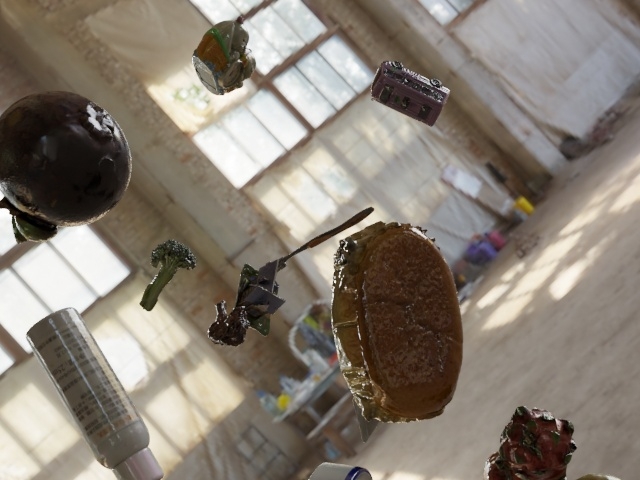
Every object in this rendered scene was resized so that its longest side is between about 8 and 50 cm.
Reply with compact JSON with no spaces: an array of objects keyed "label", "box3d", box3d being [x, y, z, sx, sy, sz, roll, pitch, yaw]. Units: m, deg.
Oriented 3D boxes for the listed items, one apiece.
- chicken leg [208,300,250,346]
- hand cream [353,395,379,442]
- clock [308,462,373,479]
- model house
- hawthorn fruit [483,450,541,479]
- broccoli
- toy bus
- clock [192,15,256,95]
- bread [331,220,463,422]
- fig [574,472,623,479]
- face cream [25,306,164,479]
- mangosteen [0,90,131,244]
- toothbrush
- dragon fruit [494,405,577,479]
[{"label":"chicken leg","box3d":[-0.187,0.170,1.893,0.205,0.053,0.093,8,72,61]},{"label":"hand cream","box3d":[0.147,0.311,2.181,0.089,0.140,0.314,6,38,30]},{"label":"clock","box3d":[0.022,0.480,1.524,0.083,0.230,0.230,2,16,19]},{"label":"model house","box3d":[-0.131,0.126,2.258,0.088,0.117,0.167,-31,36,42]},{"label":"hawthorn fruit","box3d":[0.528,0.638,2.381,0.207,0.243,0.207,-20,-1,0]},{"label":"broccoli","box3d":[-0.407,0.091,2.427,0.204,0.118,0.122,-57,14,9]},{"label":"toy bus","box3d":[0.229,-0.382,2.462,0.108,0.199,0.096,-65,0,-48]},{"label":"clock","box3d":[-0.213,-0.414,2.135,0.144,0.103,0.231,-47,-17,-15]},{"label":"bread","box3d":[0.152,0.153,1.821,0.236,0.389,0.183,-4,-10,-32]},{"label":"fig","box3d":[0.451,0.448,1.533,0.121,0.153,0.136,40,-116,-50]},{"label":"face cream","box3d":[-0.300,0.220,1.269,0.082,0.269,0.082,-31,-11,-7]},{"label":"mangosteen","box3d":[-0.585,-0.156,2.044,0.359,0.306,0.306,-36,2,26]},{"label":"toothbrush","box3d":[0.000,-0.002,2.361,0.321,0.023,0.031,-32,42,16]},{"label":"dragon fruit","box3d":[0.399,0.383,1.772,0.236,0.135,0.137,117,177,-81]}]
